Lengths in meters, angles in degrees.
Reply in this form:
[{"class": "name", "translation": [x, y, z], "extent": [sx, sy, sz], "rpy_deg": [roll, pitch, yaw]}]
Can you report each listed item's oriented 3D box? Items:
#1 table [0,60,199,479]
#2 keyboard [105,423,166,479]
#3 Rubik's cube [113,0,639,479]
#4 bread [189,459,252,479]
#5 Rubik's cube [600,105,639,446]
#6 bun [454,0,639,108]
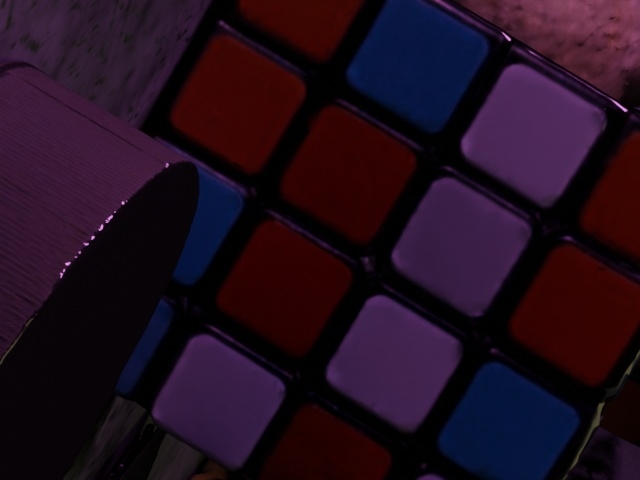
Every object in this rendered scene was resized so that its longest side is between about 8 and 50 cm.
[{"class": "table", "translation": [-0.077, 0.030, 0.405], "extent": [0.133, 0.043, 0.133], "rpy_deg": [-59, 174, -10]}, {"class": "keyboard", "translation": [-0.119, 0.149, 0.815], "extent": [0.196, 0.015, 0.074], "rpy_deg": [-53, 168, -47]}, {"class": "Rubik's cube", "translation": [0.028, 0.002, 0.604], "extent": [0.151, 0.155, 0.154], "rpy_deg": [-60, 174, 9]}, {"class": "bread", "translation": [-0.048, 0.176, 1.201], "extent": [0.049, 0.088, 0.226], "rpy_deg": [-65, 174, 21]}, {"class": "Rubik's cube", "translation": [0.203, 0.004, 0.739], "extent": [0.163, 0.161, 0.162], "rpy_deg": [-50, -166, 54]}, {"class": "bun", "translation": [0.092, -0.097, 0.786], "extent": [0.222, 0.127, 0.222], "rpy_deg": [-59, 173, -12]}]
